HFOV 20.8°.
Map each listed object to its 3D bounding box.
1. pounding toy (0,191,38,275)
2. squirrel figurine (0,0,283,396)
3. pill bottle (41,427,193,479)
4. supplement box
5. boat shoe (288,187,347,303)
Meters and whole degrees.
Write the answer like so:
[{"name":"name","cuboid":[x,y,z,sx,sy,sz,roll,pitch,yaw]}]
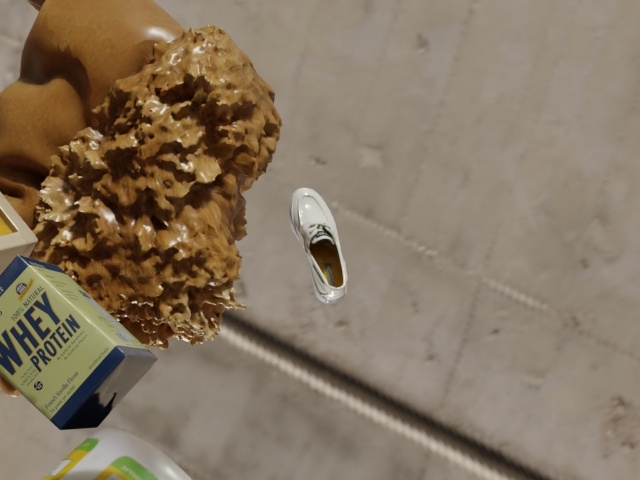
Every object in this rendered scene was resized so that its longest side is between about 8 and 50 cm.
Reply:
[{"name":"pounding toy","cuboid":[-0.299,-0.042,1.250,0.206,0.181,0.094,49,-54,20]},{"name":"squirrel figurine","cuboid":[-0.229,-0.038,1.615,0.397,0.370,0.281,20,-27,54]},{"name":"pill bottle","cuboid":[-0.174,0.241,1.059,0.136,0.246,0.136,36,-28,22]},{"name":"supplement box","cuboid":[-0.148,0.058,0.983,0.083,0.083,0.056,42,-90,9]},{"name":"boat shoe","cuboid":[0.000,0.000,1.394,0.035,0.035,0.100,114,-36,-66]}]
